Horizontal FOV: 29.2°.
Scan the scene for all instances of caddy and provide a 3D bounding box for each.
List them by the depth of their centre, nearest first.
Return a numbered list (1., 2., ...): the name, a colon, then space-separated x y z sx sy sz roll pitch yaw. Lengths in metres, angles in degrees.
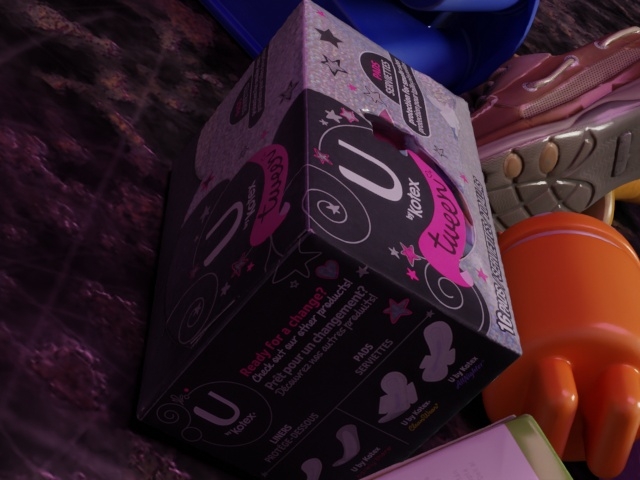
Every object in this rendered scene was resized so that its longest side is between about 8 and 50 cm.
1. caddy: 0.027 -0.265 1.026 0.341 0.241 0.179 48 35 12

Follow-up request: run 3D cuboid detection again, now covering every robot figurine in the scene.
1. robot figurine: 0.170 0.064 0.865 0.128 0.158 0.219 52 24 -27

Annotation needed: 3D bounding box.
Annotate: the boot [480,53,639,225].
1. boot: 0.279 -0.068 1.184 0.211 0.104 0.295 23 30 -27

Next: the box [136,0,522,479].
1. box: 0.000 0.000 0.718 0.142 0.163 0.247 29 32 -22

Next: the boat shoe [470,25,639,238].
1. boat shoe: 0.178 -0.086 0.998 0.324 0.123 0.116 -21 50 -22

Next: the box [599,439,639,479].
1. box: 0.371 0.166 0.893 0.293 0.201 0.057 12 77 -40

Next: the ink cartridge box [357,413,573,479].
1. ink cartridge box: 0.025 0.216 0.550 0.255 0.097 0.189 -19 59 -18
